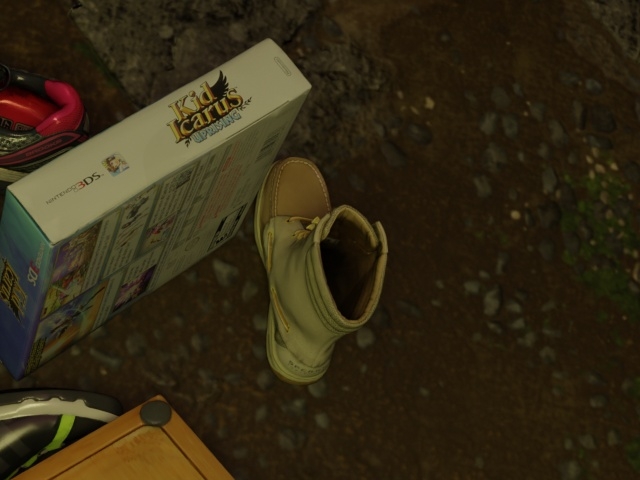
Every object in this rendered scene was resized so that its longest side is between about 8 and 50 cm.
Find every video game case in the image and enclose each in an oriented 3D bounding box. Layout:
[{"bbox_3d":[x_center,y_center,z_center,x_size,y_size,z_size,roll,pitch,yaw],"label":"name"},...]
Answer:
[{"bbox_3d":[-0.147,-0.020,1.192,0.244,0.269,0.061,-35,79,-29],"label":"video game case"}]

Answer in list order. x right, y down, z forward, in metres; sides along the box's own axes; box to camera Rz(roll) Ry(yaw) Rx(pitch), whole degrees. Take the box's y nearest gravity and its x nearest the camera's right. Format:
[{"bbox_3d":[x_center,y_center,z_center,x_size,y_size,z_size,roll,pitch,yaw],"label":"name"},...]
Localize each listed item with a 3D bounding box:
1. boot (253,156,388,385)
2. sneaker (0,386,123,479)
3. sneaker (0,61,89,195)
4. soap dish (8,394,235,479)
[{"bbox_3d":[0.000,0.000,1.288,0.077,0.165,0.213,5,66,-17],"label":"boot"},{"bbox_3d":[-0.271,0.170,1.186,0.235,0.084,0.097,-5,88,-18],"label":"sneaker"},{"bbox_3d":[-0.343,-0.125,1.272,0.299,0.112,0.120,9,63,-13],"label":"sneaker"},{"bbox_3d":[-0.125,0.265,1.107,0.229,0.118,0.291,-28,60,-31],"label":"soap dish"}]
